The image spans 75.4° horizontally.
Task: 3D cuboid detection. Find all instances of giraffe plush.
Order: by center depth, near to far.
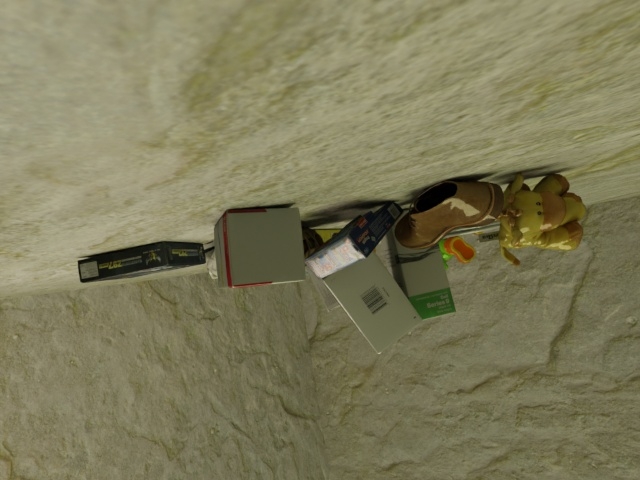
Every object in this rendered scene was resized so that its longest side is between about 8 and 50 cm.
[{"bbox_3d":[0.414,-0.054,0.820,0.210,0.182,0.170,-28,158,17],"label":"giraffe plush"}]

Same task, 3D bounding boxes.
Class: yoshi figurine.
[{"bbox_3d":[0.468,0.000,1.496,0.203,0.203,0.362,-18,-177,-9],"label":"yoshi figurine"}]

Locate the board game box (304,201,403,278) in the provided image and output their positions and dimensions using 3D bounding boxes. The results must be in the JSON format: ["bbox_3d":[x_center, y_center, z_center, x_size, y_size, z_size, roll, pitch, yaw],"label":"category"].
[{"bbox_3d":[0.060,0.003,0.889,0.194,0.060,0.194,-34,-173,44],"label":"board game box"}]

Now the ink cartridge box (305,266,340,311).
[{"bbox_3d":[0.013,0.129,1.612,0.060,0.275,0.239,-29,172,8],"label":"ink cartridge box"}]

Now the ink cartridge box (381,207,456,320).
[{"bbox_3d":[0.257,0.063,1.153,0.121,0.290,0.211,-13,176,-1],"label":"ink cartridge box"}]

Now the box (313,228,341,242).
[{"bbox_3d":[0.000,0.000,1.291,0.087,0.058,0.232,-13,175,32],"label":"box"}]

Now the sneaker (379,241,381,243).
[{"bbox_3d":[0.157,0.053,1.647,0.292,0.169,0.108,-9,175,-21],"label":"sneaker"}]

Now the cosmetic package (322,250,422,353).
[{"bbox_3d":[0.107,0.123,1.041,0.138,0.224,0.225,-36,-171,0],"label":"cosmetic package"}]

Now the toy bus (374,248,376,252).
[{"bbox_3d":[0.173,0.043,1.998,0.201,0.105,0.191,-10,176,9],"label":"toy bus"}]

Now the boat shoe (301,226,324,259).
[{"bbox_3d":[-0.057,0.011,1.012,0.119,0.123,0.324,-18,-179,8],"label":"boat shoe"}]

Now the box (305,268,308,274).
[{"bbox_3d":[-0.202,0.117,1.961,0.292,0.057,0.201,-11,151,19],"label":"box"}]

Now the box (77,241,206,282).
[{"bbox_3d":[-0.429,0.053,1.016,0.232,0.059,0.183,-11,177,10],"label":"box"}]

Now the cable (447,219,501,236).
[{"bbox_3d":[0.423,-0.062,1.185,0.256,0.089,0.257,-7,175,-35],"label":"cable"}]

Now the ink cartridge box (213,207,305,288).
[{"bbox_3d":[-0.117,0.019,0.752,0.128,0.128,0.176,-4,174,-22],"label":"ink cartridge box"}]

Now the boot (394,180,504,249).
[{"bbox_3d":[0.219,-0.057,0.850,0.115,0.113,0.305,9,164,-18],"label":"boot"}]

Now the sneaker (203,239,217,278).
[{"bbox_3d":[-0.239,0.042,1.070,0.090,0.095,0.235,-5,173,-31],"label":"sneaker"}]
